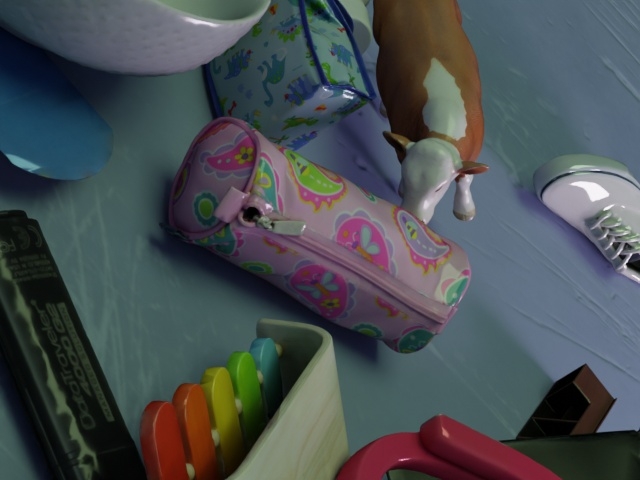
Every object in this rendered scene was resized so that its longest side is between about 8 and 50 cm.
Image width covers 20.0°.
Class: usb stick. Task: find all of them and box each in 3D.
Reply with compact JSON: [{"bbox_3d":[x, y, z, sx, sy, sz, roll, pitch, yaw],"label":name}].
[{"bbox_3d":[-0.189,0.106,1.322,0.077,0.045,0.278,-9,70,-50],"label":"usb stick"}]

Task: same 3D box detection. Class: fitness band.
[{"bbox_3d":[0.130,0.259,1.428,0.291,0.054,0.209,29,46,-26],"label":"fitness band"}]

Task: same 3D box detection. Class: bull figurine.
[{"bbox_3d":[0.105,-0.129,1.769,0.188,0.101,0.310,88,0,-59],"label":"bull figurine"}]

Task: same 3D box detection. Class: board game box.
[{"bbox_3d":[-0.245,-0.104,1.440,0.168,0.033,0.133,48,31,6],"label":"board game box"}]

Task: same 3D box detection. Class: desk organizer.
[{"bbox_3d":[0.246,0.178,1.808,0.050,0.047,0.130,52,33,-2],"label":"desk organizer"}]

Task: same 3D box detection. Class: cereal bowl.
[{"bbox_3d":[-0.210,-0.261,1.498,0.339,0.141,0.339,34,31,-24],"label":"cereal bowl"}]

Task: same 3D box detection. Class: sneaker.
[{"bbox_3d":[0.340,-0.017,2.047,0.258,0.094,0.091,25,40,-39],"label":"sneaker"}]

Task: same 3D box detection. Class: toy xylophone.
[{"bbox_3d":[-0.048,0.199,1.353,0.323,0.081,0.236,-38,125,-67],"label":"toy xylophone"}]

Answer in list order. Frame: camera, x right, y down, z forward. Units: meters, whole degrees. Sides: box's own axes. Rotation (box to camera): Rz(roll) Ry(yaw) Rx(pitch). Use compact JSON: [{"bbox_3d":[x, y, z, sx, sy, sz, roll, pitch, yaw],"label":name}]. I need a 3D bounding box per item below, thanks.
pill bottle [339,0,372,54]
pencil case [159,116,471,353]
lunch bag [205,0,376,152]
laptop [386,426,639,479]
[{"bbox_3d":[-0.015,-0.282,1.799,0.124,0.124,0.221,17,50,-44],"label":"pill bottle"},{"bbox_3d":[0.000,0.000,1.576,0.284,0.124,0.124,30,42,-36],"label":"pencil case"},{"bbox_3d":[-0.036,-0.167,1.670,0.096,0.129,0.151,11,52,-53],"label":"lunch bag"},{"bbox_3d":[0.248,0.385,1.608,0.408,0.236,0.382,63,10,-63],"label":"laptop"}]
